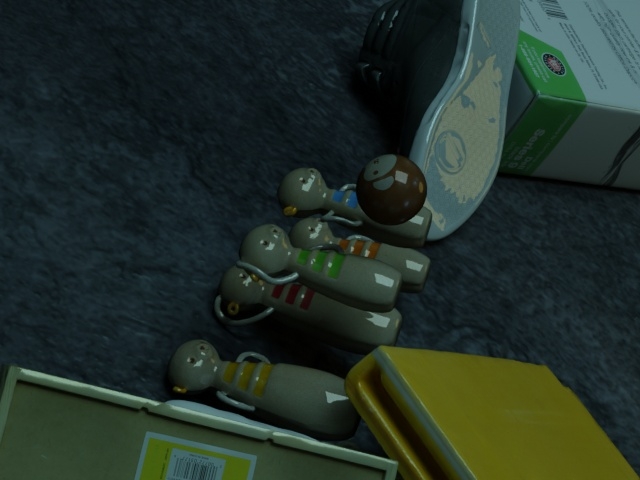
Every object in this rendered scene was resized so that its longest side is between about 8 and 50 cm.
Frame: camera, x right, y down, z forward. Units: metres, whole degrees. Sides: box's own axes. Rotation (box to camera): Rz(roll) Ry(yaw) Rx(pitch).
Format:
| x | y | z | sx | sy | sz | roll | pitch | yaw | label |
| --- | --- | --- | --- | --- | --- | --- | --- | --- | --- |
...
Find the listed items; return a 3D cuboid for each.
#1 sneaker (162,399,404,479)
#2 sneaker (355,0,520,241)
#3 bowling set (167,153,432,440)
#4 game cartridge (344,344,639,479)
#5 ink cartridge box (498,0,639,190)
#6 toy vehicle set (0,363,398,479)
| x | y | z | sx | sy | sz | roll | pitch | yaw | label |
| --- | --- | --- | --- | --- | --- | --- | --- | --- | --- |
| -0.001 | 0.195 | 1.164 | 0.297 | 0.111 | 0.129 | 31 | 24 | -15 | sneaker |
| 0.099 | -0.127 | 1.593 | 0.104 | 0.146 | 0.296 | 34 | 61 | -39 | sneaker |
| 0.000 | 0.000 | 1.277 | 0.154 | 0.200 | 0.287 | 17 | 30 | 9 | bowling set |
| 0.182 | 0.208 | 1.233 | 0.285 | 0.052 | 0.323 | 55 | 19 | 25 | game cartridge |
| 0.273 | -0.170 | 1.740 | 0.289 | 0.121 | 0.211 | 6 | 45 | -33 | ink cartridge box |
| -0.093 | 0.191 | 1.034 | 0.266 | 0.035 | 0.166 | 16 | 82 | -16 | toy vehicle set |
